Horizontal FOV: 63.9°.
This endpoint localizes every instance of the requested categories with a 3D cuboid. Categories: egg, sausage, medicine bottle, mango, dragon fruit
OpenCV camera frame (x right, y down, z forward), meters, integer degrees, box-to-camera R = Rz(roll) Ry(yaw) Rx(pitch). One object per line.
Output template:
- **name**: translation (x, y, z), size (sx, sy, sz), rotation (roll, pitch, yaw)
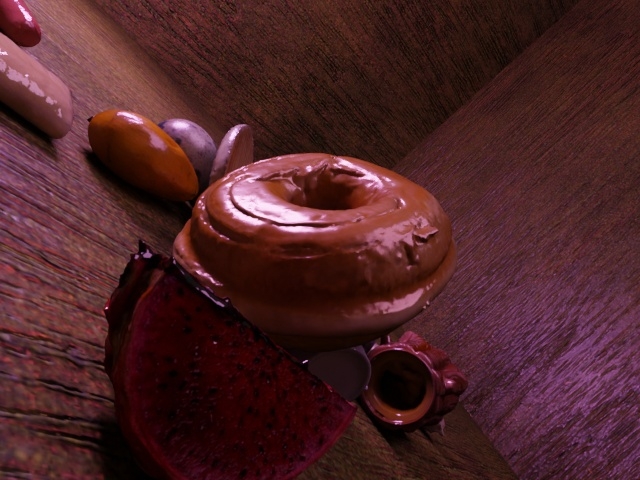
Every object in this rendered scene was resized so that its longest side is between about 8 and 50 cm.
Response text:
- **egg**: translation (-0.275, -0.162, 1.052), size (0.182, 0.141, 0.141), rotation (58, -1, -30)
- **sausage**: translation (-0.569, -0.418, 0.940), size (0.154, 0.062, 0.062), rotation (51, 6, 18)
- **medicine bottle**: translation (-0.017, 0.155, 0.867), size (0.144, 0.144, 0.252), rotation (45, 9, -32)
- **mango**: translation (-0.295, -0.136, 0.892), size (0.147, 0.109, 0.227), rotation (20, -15, 42)
- **dragon fruit**: translation (-0.103, 0.119, 0.450), size (0.262, 0.163, 0.189), rotation (50, 38, -31)

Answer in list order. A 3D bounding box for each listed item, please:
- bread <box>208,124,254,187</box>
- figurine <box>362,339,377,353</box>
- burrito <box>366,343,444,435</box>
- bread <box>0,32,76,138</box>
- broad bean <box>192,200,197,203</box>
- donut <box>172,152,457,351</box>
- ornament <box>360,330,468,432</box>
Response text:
- **bread**: translation (-0.188, -0.117, 1.079), size (0.040, 0.267, 0.267), rotation (11, 4, 3)
- **figurine**: translation (-0.029, 0.101, 1.143), size (0.387, 0.166, 0.207), rotation (35, 34, 1)
- **burrito**: translation (0.204, 0.378, 1.404), size (0.392, 0.076, 0.117), rotation (47, 4, -10)
- **bread**: translation (-0.430, -0.231, 0.712), size (0.178, 0.060, 0.139), rotation (43, 7, -48)
- **broad bean**: translation (-0.264, -0.139, 1.232), size (0.169, 0.100, 0.228), rotation (44, 10, -33)
- **donut**: translation (0.000, 0.000, 0.803), size (0.449, 0.449, 0.198), rotation (-124, -146, -55)
- **ornament**: translation (0.200, 0.321, 1.137), size (0.221, 0.235, 0.217), rotation (3, -10, 23)
